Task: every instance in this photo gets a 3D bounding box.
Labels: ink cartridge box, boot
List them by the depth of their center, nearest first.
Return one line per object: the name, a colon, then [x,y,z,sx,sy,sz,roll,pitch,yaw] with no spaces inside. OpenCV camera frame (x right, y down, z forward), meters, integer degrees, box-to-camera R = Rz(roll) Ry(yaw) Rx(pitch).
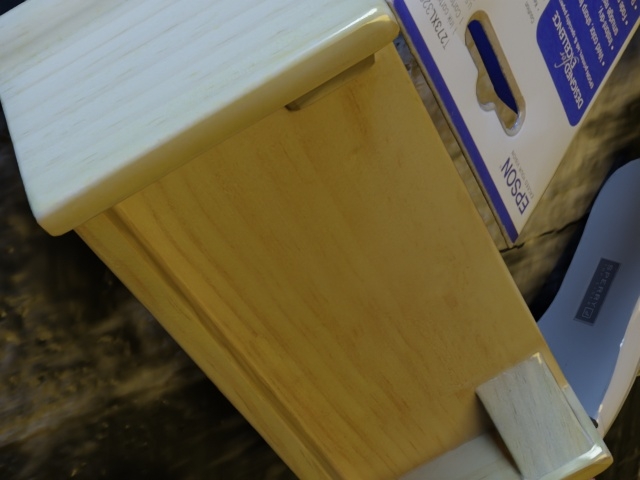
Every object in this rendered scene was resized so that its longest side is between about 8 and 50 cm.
ink cartridge box: [0.131,-0.196,0.621,0.371,0.069,0.176,-59,142,-21]
boot: [0.208,0.078,0.884,0.123,0.095,0.258,30,89,-42]

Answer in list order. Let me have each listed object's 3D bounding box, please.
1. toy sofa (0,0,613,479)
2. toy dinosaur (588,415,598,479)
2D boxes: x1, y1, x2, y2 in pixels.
toy sofa: [0.000,0.000,0.618,0.150,0.177,0.362,-30,137,4]
toy dinosaur: [0.129,0.239,0.822,0.200,0.127,0.296,-59,172,-23]
